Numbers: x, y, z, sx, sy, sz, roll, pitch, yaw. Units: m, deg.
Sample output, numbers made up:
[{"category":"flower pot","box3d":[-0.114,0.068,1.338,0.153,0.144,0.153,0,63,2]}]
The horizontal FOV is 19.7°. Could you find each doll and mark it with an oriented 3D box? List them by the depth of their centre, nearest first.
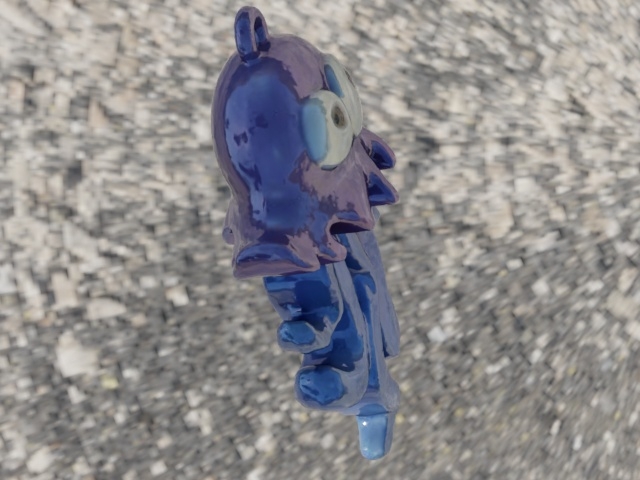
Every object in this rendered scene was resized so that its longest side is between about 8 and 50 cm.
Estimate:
[{"category":"doll","box3d":[0.000,0.000,0.708,0.067,0.110,0.206,-6,126,16]}]
